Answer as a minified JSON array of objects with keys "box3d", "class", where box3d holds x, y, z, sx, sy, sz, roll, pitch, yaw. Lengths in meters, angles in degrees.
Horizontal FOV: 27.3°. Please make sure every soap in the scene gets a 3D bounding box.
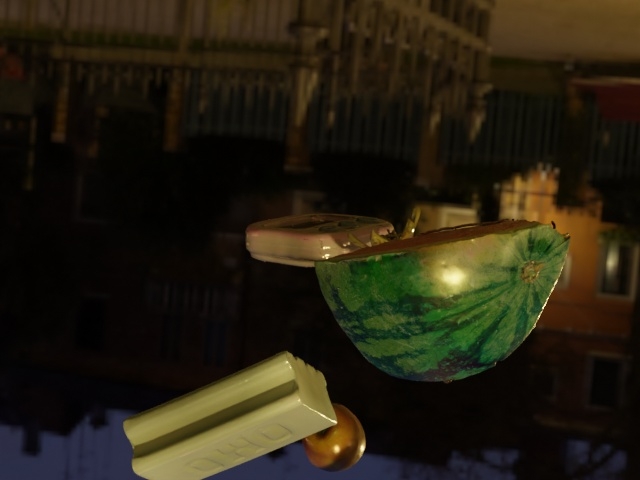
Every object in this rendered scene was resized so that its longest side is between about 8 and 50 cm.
[{"box3d":[-0.127,0.260,1.879,0.265,0.088,0.160,-24,154,12],"class":"soap"}]

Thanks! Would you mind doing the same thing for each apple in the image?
[{"box3d":[0.021,0.315,2.125,0.099,0.114,0.102,-16,155,11],"class":"apple"}]

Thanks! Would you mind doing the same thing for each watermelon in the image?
[{"box3d":[0.121,0.067,1.257,0.231,0.146,0.128,-8,-174,25],"class":"watermelon"}]

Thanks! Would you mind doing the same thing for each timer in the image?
[{"box3d":[0.000,0.000,2.007,0.190,0.069,0.208,7,-168,35],"class":"timer"}]

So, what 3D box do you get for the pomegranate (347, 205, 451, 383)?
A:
[{"box3d":[0.118,0.070,1.665,0.156,0.220,0.156,-3,-150,2],"class":"pomegranate"}]
